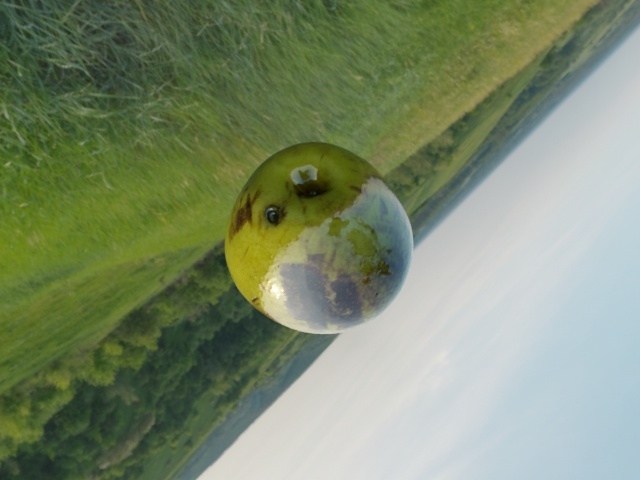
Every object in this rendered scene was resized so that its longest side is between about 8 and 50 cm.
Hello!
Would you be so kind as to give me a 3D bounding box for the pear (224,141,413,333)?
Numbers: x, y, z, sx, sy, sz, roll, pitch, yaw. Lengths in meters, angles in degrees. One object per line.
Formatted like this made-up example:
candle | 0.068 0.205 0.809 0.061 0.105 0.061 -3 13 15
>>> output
pear | 0.000 0.000 0.705 0.283 0.283 0.283 -43 171 -8
